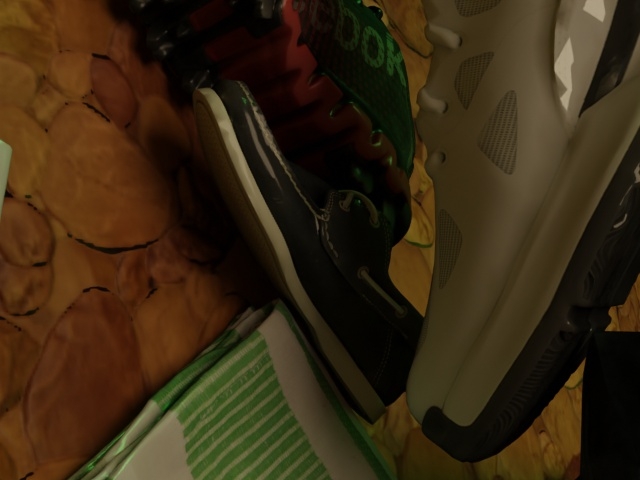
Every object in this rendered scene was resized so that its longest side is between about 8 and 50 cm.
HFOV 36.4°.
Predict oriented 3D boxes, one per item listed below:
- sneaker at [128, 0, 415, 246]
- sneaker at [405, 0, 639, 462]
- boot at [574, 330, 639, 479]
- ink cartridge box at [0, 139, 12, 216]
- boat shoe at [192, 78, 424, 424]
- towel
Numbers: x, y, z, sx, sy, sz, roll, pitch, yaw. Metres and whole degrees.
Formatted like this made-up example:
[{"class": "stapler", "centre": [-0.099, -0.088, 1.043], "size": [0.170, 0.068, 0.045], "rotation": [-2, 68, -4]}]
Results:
[{"class": "sneaker", "centre": [-0.022, -0.122, 0.601], "size": [0.276, 0.097, 0.135], "rotation": [55, 38, -29]}, {"class": "sneaker", "centre": [0.090, -0.121, 0.546], "size": [0.447, 0.257, 0.169], "rotation": [-68, 158, 4]}, {"class": "boot", "centre": [0.235, 0.278, 0.598], "size": [0.445, 0.146, 0.367], "rotation": [64, 15, -66]}, {"class": "ink cartridge box", "centre": [-0.182, 0.058, 0.245], "size": [0.154, 0.093, 0.212], "rotation": [18, 75, -51]}, {"class": "boat shoe", "centre": [0.000, 0.000, 0.571], "size": [0.079, 0.084, 0.233], "rotation": [-35, 116, -9]}, {"class": "towel", "centre": [-0.040, 0.196, 0.455], "size": [0.248, 0.038, 0.325], "rotation": [58, 35, -9]}]
